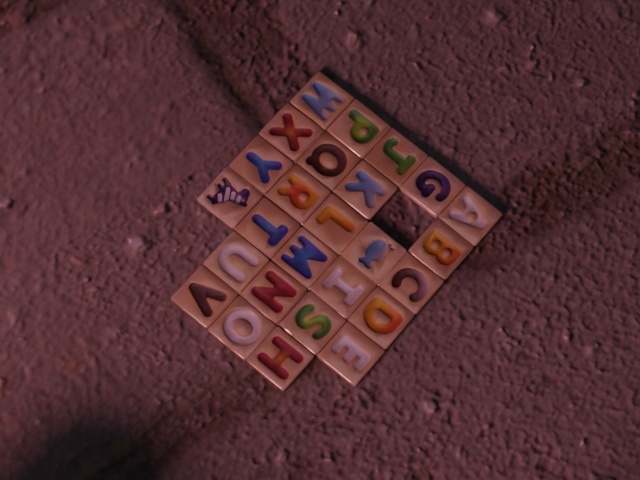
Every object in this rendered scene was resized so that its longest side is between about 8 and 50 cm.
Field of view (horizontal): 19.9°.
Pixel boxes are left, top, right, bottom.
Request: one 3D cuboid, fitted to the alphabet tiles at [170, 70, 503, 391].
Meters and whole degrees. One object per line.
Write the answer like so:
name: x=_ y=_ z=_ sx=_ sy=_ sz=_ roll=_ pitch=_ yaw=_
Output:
alphabet tiles: x=0.000 y=0.000 z=1.474 sx=0.198 sy=0.009 sz=0.237 roll=39 pitch=69 yaw=9
